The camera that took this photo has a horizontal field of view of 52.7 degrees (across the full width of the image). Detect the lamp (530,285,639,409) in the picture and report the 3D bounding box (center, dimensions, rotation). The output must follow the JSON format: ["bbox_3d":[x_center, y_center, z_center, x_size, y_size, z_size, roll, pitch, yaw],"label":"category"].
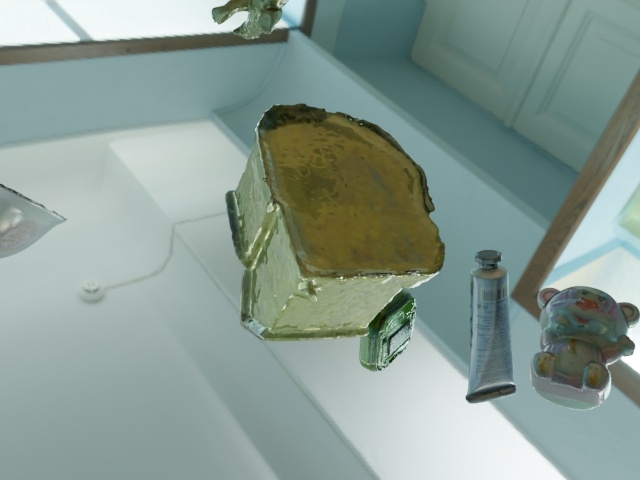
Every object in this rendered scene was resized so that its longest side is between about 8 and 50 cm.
[{"bbox_3d":[0.642,0.267,1.600,0.247,0.247,0.301,8,-127,29],"label":"lamp"}]

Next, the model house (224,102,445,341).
[{"bbox_3d":[0.000,0.000,0.983,0.261,0.266,0.321,1,-126,-28],"label":"model house"}]

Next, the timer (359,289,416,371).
[{"bbox_3d":[0.121,0.158,1.134,0.047,0.128,0.140,21,-147,32],"label":"timer"}]

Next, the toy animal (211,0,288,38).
[{"bbox_3d":[-0.082,-0.388,1.020,0.103,0.219,0.101,41,-145,-2],"label":"toy animal"}]

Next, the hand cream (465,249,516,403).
[{"bbox_3d":[0.265,0.140,1.011,0.088,0.256,0.055,-11,-161,-11],"label":"hand cream"}]

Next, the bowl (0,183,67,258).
[{"bbox_3d":[-0.640,-0.051,1.124,0.345,0.345,0.157,25,-100,10],"label":"bowl"}]
